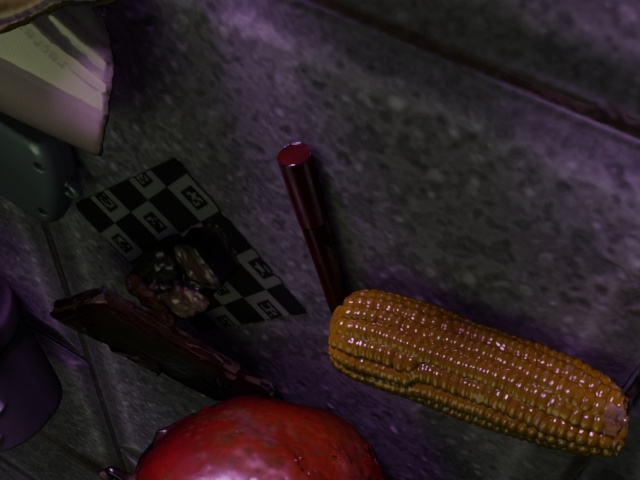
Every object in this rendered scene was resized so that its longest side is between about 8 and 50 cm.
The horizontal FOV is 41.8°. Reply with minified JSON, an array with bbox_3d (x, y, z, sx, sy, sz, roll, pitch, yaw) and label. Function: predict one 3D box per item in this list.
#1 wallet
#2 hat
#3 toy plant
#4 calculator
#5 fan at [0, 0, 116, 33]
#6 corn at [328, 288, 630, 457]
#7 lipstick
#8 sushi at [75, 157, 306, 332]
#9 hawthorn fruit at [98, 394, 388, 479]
[{"bbox_3d":[-0.164,0.117,0.879,0.232,0.031,0.122,34,149,-31],"label":"wallet"},{"bbox_3d":[-0.264,-0.152,0.604,0.275,0.161,0.232,35,151,-1],"label":"hat"},{"bbox_3d":[-0.488,0.100,1.074,0.279,0.185,0.400,33,153,50],"label":"toy plant"},{"bbox_3d":[-0.330,-0.108,0.811,0.246,0.045,0.141,32,146,8],"label":"calculator"},{"bbox_3d":[-0.245,-0.249,0.458,0.229,0.011,0.335,-41,113,19],"label":"fan"},{"bbox_3d":[0.112,0.095,0.622,0.231,0.080,0.080,15,141,23],"label":"corn"},{"bbox_3d":[0.000,0.000,0.655,0.027,0.027,0.176,16,142,30],"label":"lipstick"},{"bbox_3d":[-0.145,0.031,0.801,0.215,0.050,0.192,-16,120,51],"label":"sushi"},{"bbox_3d":[-0.058,0.294,0.835,0.316,0.316,0.316,25,144,19],"label":"hawthorn fruit"}]
